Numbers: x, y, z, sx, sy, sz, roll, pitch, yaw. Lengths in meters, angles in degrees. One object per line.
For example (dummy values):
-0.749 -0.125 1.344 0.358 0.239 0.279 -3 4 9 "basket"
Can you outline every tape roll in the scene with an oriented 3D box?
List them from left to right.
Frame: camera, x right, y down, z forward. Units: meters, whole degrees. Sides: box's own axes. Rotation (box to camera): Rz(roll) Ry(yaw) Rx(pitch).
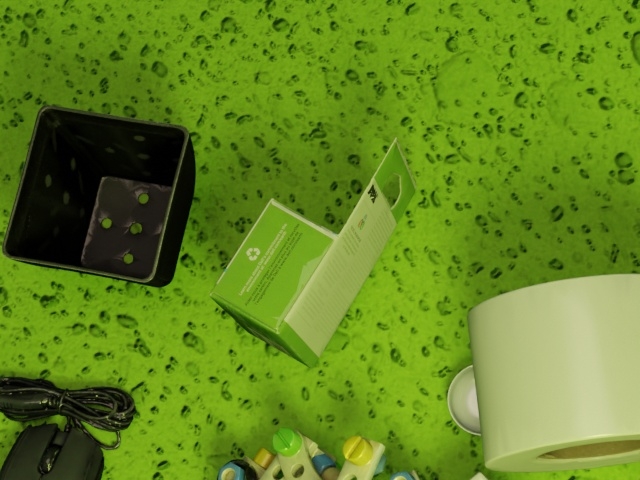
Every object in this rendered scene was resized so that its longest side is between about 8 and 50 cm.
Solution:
0.286 0.146 1.709 0.246 0.246 0.169 -9 74 9 "tape roll"

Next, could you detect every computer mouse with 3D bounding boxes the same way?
-0.334 0.294 1.880 0.188 0.072 0.272 7 77 12 "computer mouse"

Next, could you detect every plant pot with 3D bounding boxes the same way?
-0.242 -0.036 1.901 0.188 0.167 0.188 9 78 14 "plant pot"

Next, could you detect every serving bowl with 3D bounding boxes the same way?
0.188 0.184 1.831 0.083 0.027 0.083 -3 74 11 "serving bowl"

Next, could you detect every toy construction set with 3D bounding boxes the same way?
-0.053 0.341 1.757 0.215 0.151 0.328 28 66 38 "toy construction set"

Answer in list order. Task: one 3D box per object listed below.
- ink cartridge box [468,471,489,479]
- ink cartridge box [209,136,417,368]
0.138 0.421 1.730 0.278 0.117 0.201 -41 72 -1 "ink cartridge box"
0.000 0.000 1.834 0.097 0.189 0.255 28 81 18 "ink cartridge box"
